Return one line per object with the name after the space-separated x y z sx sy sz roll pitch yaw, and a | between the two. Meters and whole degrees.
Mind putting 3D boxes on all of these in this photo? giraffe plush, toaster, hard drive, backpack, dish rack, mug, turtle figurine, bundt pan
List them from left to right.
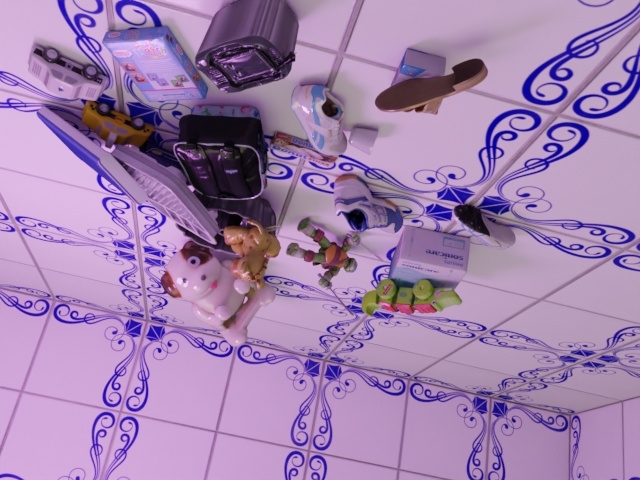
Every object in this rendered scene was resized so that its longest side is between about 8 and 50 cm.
-0.623 -0.231 1.807 0.319 0.040 0.210 34 165 32 | hard drive
-0.419 -0.136 1.830 0.286 0.072 0.333 29 164 29 | dish rack
-0.241 -0.219 1.692 0.225 0.191 0.253 3 145 7 | backpack
-0.288 -0.075 2.106 0.331 0.124 0.331 9 156 4 | bundt pan
-0.205 0.053 1.996 0.181 0.170 0.210 26 151 -29 | giraffe plush
-0.135 -0.398 1.322 0.227 0.146 0.129 -7 151 35 | toaster
0.043 0.050 2.165 0.266 0.274 0.197 28 116 -24 | turtle figurine
0.103 -0.248 1.655 0.064 0.062 0.078 19 149 1 | mug

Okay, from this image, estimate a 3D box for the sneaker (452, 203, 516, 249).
0.467 -0.032 1.939 0.237 0.085 0.086 26 147 -27 | sneaker

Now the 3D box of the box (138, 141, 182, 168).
-0.487 -0.229 1.943 0.136 0.036 0.225 22 156 -40 | box

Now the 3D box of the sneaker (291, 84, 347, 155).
0.017 -0.279 1.579 0.092 0.087 0.228 3 153 31 | sneaker

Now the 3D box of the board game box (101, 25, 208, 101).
-0.379 -0.404 1.538 0.160 0.039 0.211 1 154 19 | board game box

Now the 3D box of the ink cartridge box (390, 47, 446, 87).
0.204 -0.343 1.415 0.089 0.052 0.122 13 153 -6 | ink cartridge box

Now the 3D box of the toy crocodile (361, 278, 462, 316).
0.293 0.196 2.173 0.341 0.105 0.115 -2 151 29 | toy crocodile

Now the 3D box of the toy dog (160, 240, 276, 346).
-0.421 0.162 2.562 0.395 0.284 0.408 39 175 35 | toy dog

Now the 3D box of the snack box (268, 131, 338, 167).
-0.044 -0.242 1.769 0.178 0.022 0.064 16 156 -13 | snack box

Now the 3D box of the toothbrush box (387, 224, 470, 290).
0.348 0.085 2.186 0.217 0.126 0.295 11 156 2 | toothbrush box

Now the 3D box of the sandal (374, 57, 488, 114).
0.233 -0.289 1.353 0.240 0.088 0.079 -14 139 31 | sandal

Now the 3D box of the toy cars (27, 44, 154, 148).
-0.589 -0.342 1.699 0.177 0.087 0.393 0 153 22 | toy cars

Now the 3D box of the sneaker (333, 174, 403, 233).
0.133 -0.070 1.941 0.112 0.130 0.296 -15 147 40 | sneaker

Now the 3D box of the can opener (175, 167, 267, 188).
-0.293 -0.181 1.900 0.281 0.093 0.074 -2 166 12 | can opener
